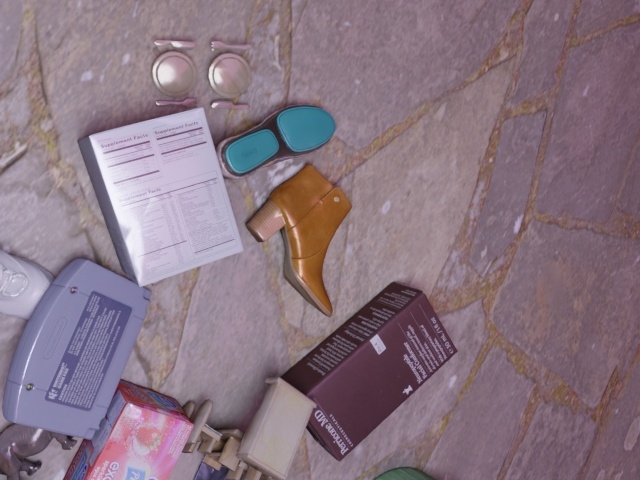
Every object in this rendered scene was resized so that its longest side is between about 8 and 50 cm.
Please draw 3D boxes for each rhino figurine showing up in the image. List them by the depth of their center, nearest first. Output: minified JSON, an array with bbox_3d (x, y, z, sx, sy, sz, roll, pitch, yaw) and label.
[{"bbox_3d":[-0.497,0.339,1.135,0.243,0.073,0.106,-45,112,-19],"label":"rhino figurine"}]

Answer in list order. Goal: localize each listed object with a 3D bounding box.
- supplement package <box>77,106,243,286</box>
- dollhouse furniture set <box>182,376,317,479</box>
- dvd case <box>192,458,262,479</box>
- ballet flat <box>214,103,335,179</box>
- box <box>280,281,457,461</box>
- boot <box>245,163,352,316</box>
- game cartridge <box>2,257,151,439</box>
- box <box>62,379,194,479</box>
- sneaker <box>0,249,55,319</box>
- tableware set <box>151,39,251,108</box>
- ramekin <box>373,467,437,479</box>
[{"bbox_3d":[-0.292,-0.084,1.112,0.198,0.199,0.262,-20,105,-23],"label":"supplement package"},{"bbox_3d":[-0.146,0.382,1.239,0.212,0.242,0.160,41,53,-24],"label":"dollhouse furniture set"},{"bbox_3d":[-0.229,0.600,1.331,0.165,0.018,0.221,26,85,-27],"label":"dvd case"},{"bbox_3d":[-0.105,-0.200,1.235,0.316,0.106,0.107,-26,100,-41],"label":"ballet flat"},{"bbox_3d":[0.108,0.286,1.394,0.381,0.143,0.191,-38,111,-15],"label":"box"},{"bbox_3d":[-0.001,-0.001,1.322,0.211,0.104,0.295,-42,108,-16],"label":"boot"},{"bbox_3d":[-0.433,0.191,1.093,0.196,0.060,0.294,42,60,-51],"label":"game cartridge"},{"bbox_3d":[-0.383,0.438,1.159,0.142,0.154,0.299,29,82,-26],"label":"box"},{"bbox_3d":[-0.569,0.053,1.033,0.297,0.129,0.111,37,77,-27],"label":"sneaker"},{"bbox_3d":[-0.234,-0.327,1.204,0.194,0.039,0.128,-3,110,-20],"label":"tableware set"},{"bbox_3d":[0.216,0.712,1.492,0.304,0.148,0.303,-3,98,-26],"label":"ramekin"}]
